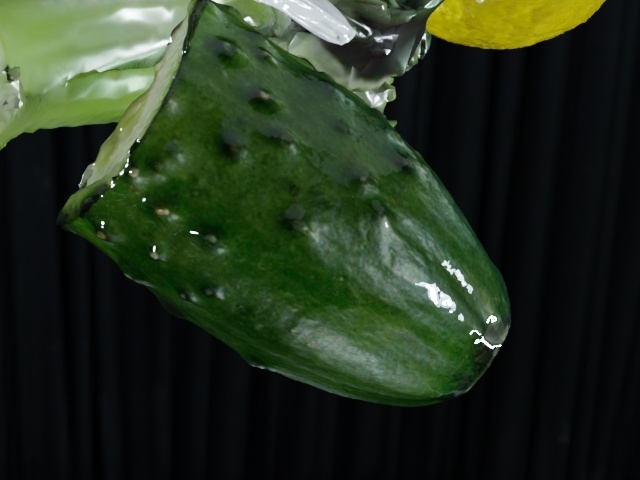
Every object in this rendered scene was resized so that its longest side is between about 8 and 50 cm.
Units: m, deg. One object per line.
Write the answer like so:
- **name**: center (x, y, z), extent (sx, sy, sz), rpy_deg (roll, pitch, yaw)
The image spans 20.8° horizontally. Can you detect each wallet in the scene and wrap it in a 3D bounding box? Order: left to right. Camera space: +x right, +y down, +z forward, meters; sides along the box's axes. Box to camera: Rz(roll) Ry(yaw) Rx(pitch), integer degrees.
- **wallet**: center (-0.024, -0.088, 0.544), extent (0.044, 0.011, 0.083), rpy_deg (23, -164, -46)

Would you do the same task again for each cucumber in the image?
- **cucumber**: center (0.000, 0.000, 0.396), extent (0.107, 0.067, 0.035), rpy_deg (34, 179, -15)

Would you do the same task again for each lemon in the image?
- **lemon**: center (0.119, -0.216, 1.192), extent (0.193, 0.180, 0.180), rpy_deg (38, -147, 28)

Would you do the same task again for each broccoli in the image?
- **broccoli**: center (-0.069, -0.090, 0.719), extent (0.165, 0.145, 0.304), rpy_deg (46, -152, 9)
